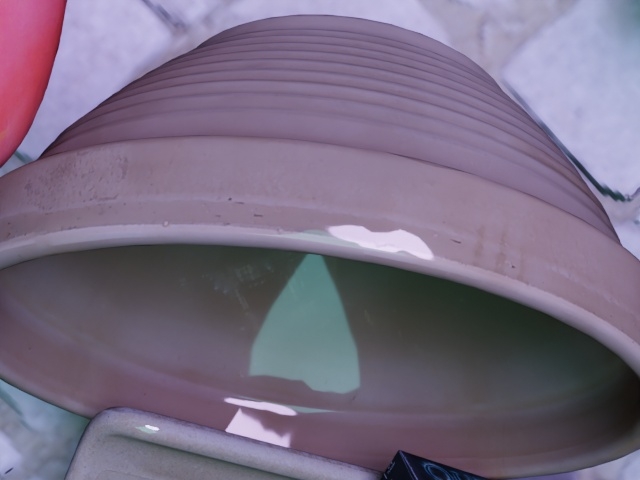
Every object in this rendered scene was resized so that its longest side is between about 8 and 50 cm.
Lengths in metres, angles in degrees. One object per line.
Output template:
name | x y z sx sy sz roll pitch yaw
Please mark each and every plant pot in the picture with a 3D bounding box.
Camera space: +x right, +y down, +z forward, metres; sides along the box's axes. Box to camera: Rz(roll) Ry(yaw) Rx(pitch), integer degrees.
plant pot | 0.000 0.000 0.452 0.237 0.237 0.109 8 66 -2

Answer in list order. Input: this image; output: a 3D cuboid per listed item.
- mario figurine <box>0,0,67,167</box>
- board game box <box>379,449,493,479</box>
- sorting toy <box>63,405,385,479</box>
mario figurine | -0.207 -0.136 0.376 0.170 0.198 0.320 -36 96 23
board game box | 0.077 0.162 0.526 0.186 0.026 0.126 22 108 -27
sorting toy | -0.072 0.166 0.532 0.307 0.041 0.229 18 109 -21
